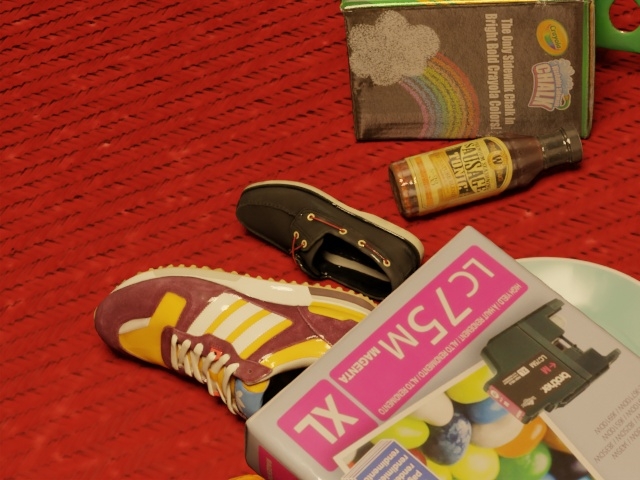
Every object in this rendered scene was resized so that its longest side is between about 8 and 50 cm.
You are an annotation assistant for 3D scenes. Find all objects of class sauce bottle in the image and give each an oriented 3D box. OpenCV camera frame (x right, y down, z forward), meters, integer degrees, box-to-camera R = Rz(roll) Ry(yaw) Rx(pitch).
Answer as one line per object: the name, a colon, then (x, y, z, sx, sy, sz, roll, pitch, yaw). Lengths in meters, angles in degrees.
sauce bottle: (0.111, -0.050, 1.046, 0.128, 0.042, 0.042, -17, 49, -4)

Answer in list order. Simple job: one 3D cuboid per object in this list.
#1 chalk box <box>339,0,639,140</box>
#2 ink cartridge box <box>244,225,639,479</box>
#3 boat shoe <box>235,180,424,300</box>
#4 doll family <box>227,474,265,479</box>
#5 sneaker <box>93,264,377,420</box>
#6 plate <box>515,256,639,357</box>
chalk box: (0.128, -0.159, 1.079, 0.213, 0.132, 0.132, -1, 50, 7)
ink cartridge box: (0.132, 0.147, 0.831, 0.311, 0.065, 0.186, 41, 65, 20)
boat shoe: (0.000, -0.001, 1.017, 0.133, 0.049, 0.042, 22, 48, 19)
doll family: (-0.042, 0.211, 0.796, 0.163, 0.118, 0.263, -36, 54, -21)
sneaker: (-0.055, 0.068, 0.953, 0.186, 0.069, 0.084, 2, 45, 11)
plate: (0.135, 0.088, 0.937, 0.188, 0.024, 0.188, -4, 49, 4)
